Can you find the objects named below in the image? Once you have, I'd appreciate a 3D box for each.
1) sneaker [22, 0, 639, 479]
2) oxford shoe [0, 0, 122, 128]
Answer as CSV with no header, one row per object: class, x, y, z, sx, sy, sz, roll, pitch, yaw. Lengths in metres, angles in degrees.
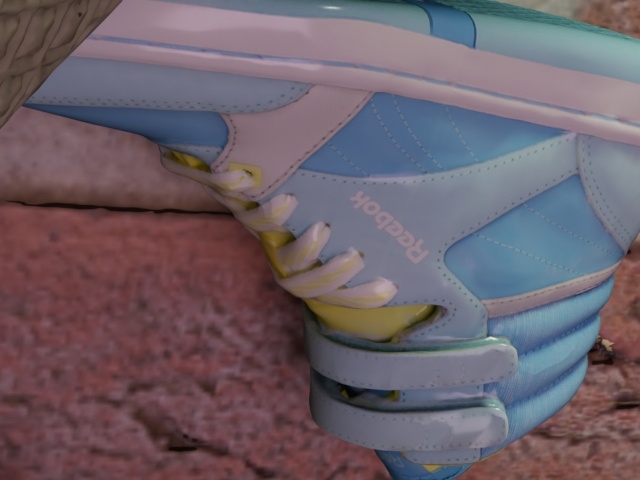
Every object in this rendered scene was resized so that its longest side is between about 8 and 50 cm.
sneaker,0.000,0.000,0.654,0.319,0.127,0.208,6,106,-26
oxford shoe,-0.092,-0.153,0.481,0.130,0.169,0.449,34,64,5
